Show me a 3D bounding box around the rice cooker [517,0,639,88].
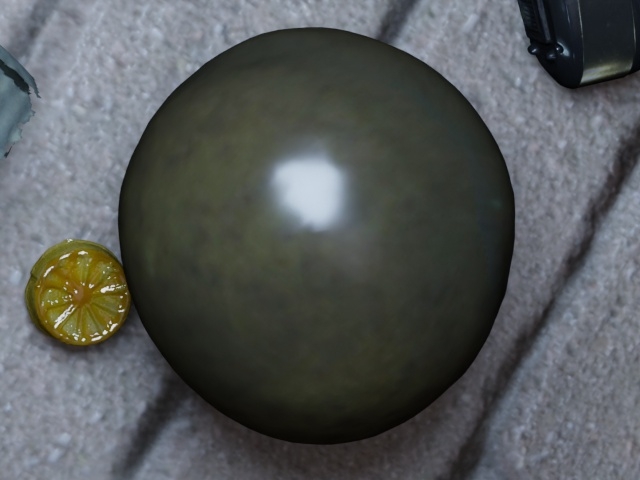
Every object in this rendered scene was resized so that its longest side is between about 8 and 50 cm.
[{"bbox_3d":[0.214,-0.207,1.518,0.106,0.112,0.165,-22,106,-8],"label":"rice cooker"}]

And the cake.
[{"bbox_3d":[-0.189,0.042,1.459,0.084,0.044,0.084,-3,99,-19],"label":"cake"}]

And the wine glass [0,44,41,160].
[{"bbox_3d":[-0.367,-0.136,1.297,0.357,0.190,0.190,41,85,-16],"label":"wine glass"}]

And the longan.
[{"bbox_3d":[0.000,0.000,1.392,0.318,0.319,0.319,-3,100,-18],"label":"longan"}]
